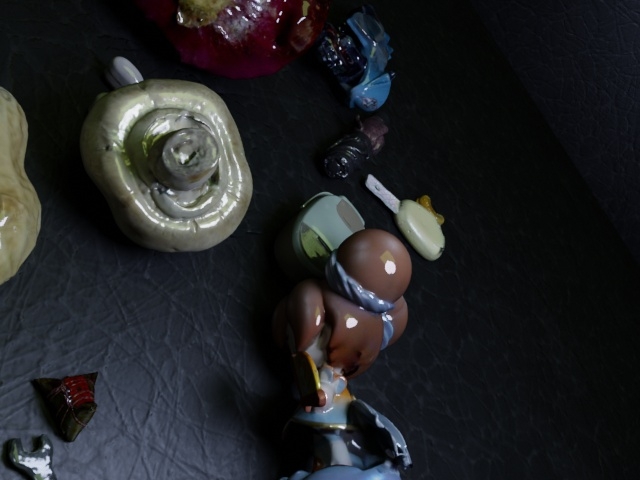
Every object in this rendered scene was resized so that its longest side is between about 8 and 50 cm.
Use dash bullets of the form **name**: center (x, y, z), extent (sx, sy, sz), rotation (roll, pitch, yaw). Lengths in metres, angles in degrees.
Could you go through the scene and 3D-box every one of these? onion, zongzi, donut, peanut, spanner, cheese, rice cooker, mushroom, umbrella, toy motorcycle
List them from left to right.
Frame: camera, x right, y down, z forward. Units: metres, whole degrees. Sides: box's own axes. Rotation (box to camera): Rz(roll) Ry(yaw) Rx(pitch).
- **peanut**: center (-0.405, -0.068, 0.759), extent (0.130, 0.130, 0.291), rotation (10, 59, -45)
- **zongzi**: center (-0.308, 0.186, 0.762), extent (0.073, 0.067, 0.083), rotation (17, 33, -26)
- **spanner**: center (-0.276, 0.329, 0.710), extent (0.054, 0.015, 0.255), rotation (-24, 83, -52)
- **mushroom**: center (-0.204, -0.112, 0.905), extent (0.260, 0.234, 0.254), rotation (21, 76, -31)
- **onion**: center (-0.162, -0.519, 1.205), extent (0.398, 0.398, 0.420), rotation (42, 10, -20)
- **rice cooker**: center (0.000, 0.000, 1.168), extent (0.145, 0.127, 0.206), rotation (52, 34, -9)
- **toy motorcycle**: center (0.100, -0.455, 1.591), extent (0.232, 0.172, 0.416), rotation (55, 28, -13)
- **umbrella**: center (0.093, -0.224, 1.458), extent (0.094, 0.090, 0.326), rotation (35, 38, 6)
- **cheese**: center (0.197, -0.066, 1.495), extent (0.255, 0.050, 0.127), rotation (42, 40, -20)
- **donut**: center (0.275, -0.072, 1.598), extent (0.067, 0.037, 0.083), rotation (15, 56, -38)

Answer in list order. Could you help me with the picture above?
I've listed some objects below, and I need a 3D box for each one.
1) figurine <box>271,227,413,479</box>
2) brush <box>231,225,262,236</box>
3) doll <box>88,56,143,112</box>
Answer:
- **figurine**: center (0.041, 0.199, 0.981), extent (0.247, 0.277, 0.388), rotation (-5, 54, -2)
- **brush**: center (-0.133, -0.017, 1.123), extent (0.083, 0.008, 0.024), rotation (-1, 64, -49)
- **doll**: center (-0.291, -0.205, 1.039), extent (0.160, 0.059, 0.161), rotation (29, 45, -30)
